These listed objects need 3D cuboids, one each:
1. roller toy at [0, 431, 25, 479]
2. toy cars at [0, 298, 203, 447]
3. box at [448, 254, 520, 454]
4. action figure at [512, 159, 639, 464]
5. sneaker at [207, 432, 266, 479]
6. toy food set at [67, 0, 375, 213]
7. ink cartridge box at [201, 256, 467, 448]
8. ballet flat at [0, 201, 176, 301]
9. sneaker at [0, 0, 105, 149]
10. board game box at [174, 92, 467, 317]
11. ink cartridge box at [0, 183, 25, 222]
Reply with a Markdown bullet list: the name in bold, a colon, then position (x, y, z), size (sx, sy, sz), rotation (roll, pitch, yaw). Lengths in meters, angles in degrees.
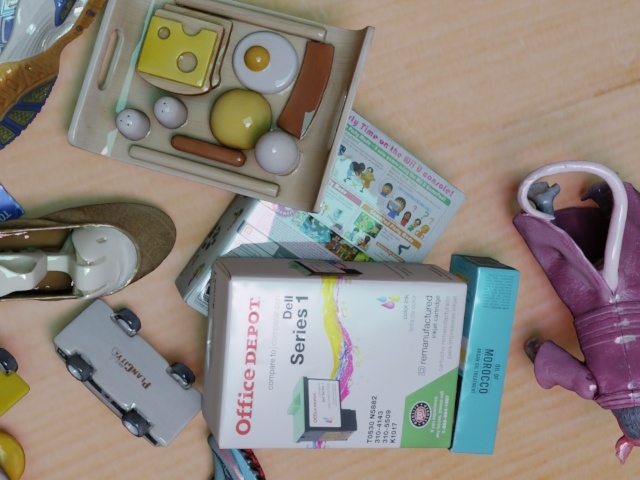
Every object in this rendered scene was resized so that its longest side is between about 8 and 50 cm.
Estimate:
- **roller toy**: position (-0.446, 0.322, 1.226), size (0.191, 0.146, 0.209), rotation (10, 91, -25)
- **toy cars**: position (-0.333, 0.156, 1.255), size (0.393, 0.087, 0.176), rotation (8, 63, -18)
- **box**: position (0.198, 0.147, 1.388), size (0.060, 0.100, 0.244), rotation (5, 98, -14)
- **action figure**: position (0.384, 0.096, 1.331), size (0.248, 0.276, 0.370), rotation (-11, 75, 4)
- **sneaker**: position (-0.114, 0.366, 1.343), size (0.125, 0.104, 0.262), rotation (-17, 103, -9)
- **toy food set**: position (-0.113, -0.173, 1.204), size (0.306, 0.092, 0.220), rotation (16, 89, 6)
- **ink cartridge box**: position (0.012, 0.130, 1.230), size (0.278, 0.117, 0.201), rotation (2, 100, -14)
- **ballet flat**: position (-0.318, 0.025, 1.197), size (0.342, 0.124, 0.116), rotation (-2, 108, -23)
- **sneaker**: position (-0.357, -0.226, 1.184), size (0.131, 0.112, 0.296), rotation (32, 83, 11)
- **board game box**: position (0.000, 0.000, 1.314), size (0.224, 0.097, 0.303), rotation (36, 91, -18)
- **ink cartridge box**: position (-0.493, -0.046, 1.202), size (0.223, 0.045, 0.224), rotation (-40, 107, -5)
